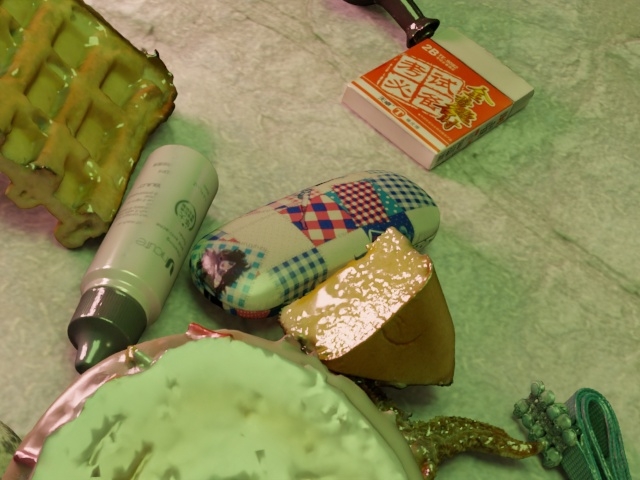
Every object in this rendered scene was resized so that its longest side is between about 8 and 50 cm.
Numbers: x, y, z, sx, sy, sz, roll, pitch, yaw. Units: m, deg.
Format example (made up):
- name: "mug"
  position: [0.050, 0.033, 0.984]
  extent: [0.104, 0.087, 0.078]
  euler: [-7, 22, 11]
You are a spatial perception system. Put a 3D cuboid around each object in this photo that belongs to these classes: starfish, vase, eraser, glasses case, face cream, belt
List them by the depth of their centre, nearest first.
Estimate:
- name: "starfish"
  position: [0.042, 0.220, 1.328]
  extent: [0.301, 0.084, 0.293]
  euler: [32, 45, 7]
- name: "belt"
  position: [0.279, 0.235, 1.409]
  extent: [0.100, 0.065, 0.179]
  euler: [9, 44, -25]
- name: "face cream"
  position: [-0.195, 0.025, 1.425]
  extent: [0.092, 0.092, 0.311]
  euler: [21, 44, 1]
- name: "glasses case"
  position: [0.000, 0.000, 1.521]
  extent: [0.327, 0.076, 0.125]
  euler: [-23, 52, -36]
- name: "eraser"
  position: [0.160, -0.195, 1.790]
  extent: [0.157, 0.038, 0.230]
  euler: [40, 48, 19]
- name: "vase"
  position: [0.094, -0.349, 1.872]
  extent: [0.120, 0.120, 0.183]
  euler: [-28, 77, -37]

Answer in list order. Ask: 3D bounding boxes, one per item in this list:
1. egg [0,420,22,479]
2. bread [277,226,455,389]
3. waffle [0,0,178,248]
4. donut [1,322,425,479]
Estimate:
- name: "egg"
  position: [-0.328, 0.209, 1.178]
  extent: [0.172, 0.132, 0.132]
  euler: [25, 43, 26]
- name: "bread"
  position: [0.050, 0.099, 1.403]
  extent: [0.160, 0.169, 0.140]
  euler: [-27, 36, -11]
- name: "waffle"
  position: [-0.332, -0.191, 1.496]
  extent: [0.348, 0.077, 0.304]
  euler: [41, 38, -23]
- name: "donut"
  position: [-0.092, 0.262, 1.129]
  extent: [0.382, 0.142, 0.383]
  euler: [5, 70, -14]
